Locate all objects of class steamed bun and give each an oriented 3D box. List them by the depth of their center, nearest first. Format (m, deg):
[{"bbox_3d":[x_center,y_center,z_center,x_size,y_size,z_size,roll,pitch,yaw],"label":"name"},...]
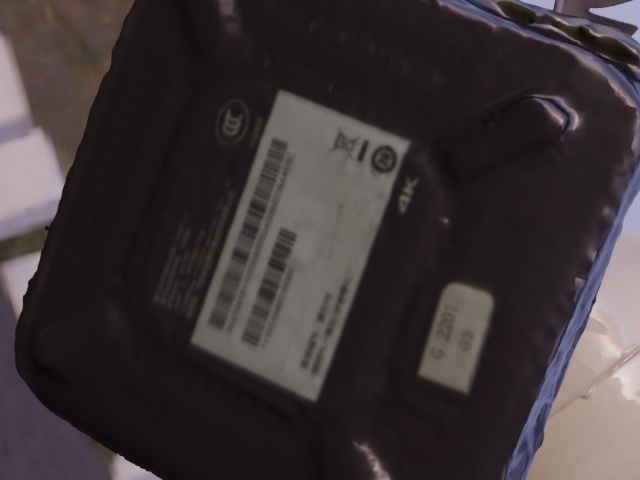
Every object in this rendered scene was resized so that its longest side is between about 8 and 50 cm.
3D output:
[{"bbox_3d":[0.233,0.150,1.892,0.374,0.334,0.333,-32,-113,38],"label":"steamed bun"}]

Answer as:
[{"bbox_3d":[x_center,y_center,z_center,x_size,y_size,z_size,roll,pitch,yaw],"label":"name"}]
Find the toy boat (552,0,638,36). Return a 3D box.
[{"bbox_3d":[0.235,-0.275,1.398,0.219,0.072,0.318,5,-65,39],"label":"toy boat"}]

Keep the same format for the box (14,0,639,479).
[{"bbox_3d":[0.000,0.000,1.166,0.091,0.350,0.359,7,105,-60],"label":"box"}]
